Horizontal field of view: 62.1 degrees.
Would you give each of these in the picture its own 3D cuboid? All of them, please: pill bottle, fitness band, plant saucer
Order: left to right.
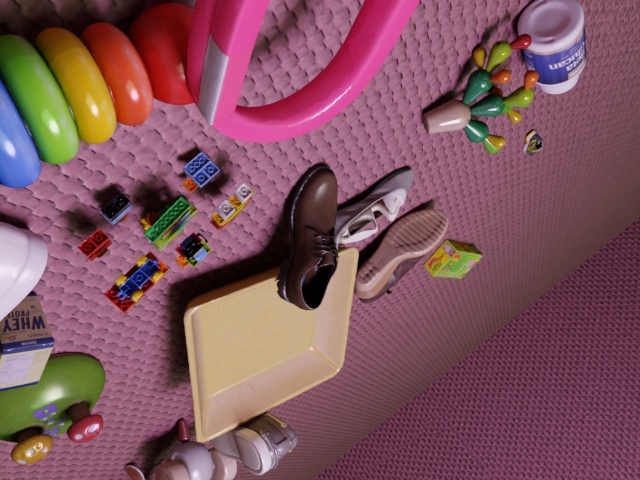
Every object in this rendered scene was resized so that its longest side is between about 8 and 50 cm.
[{"bbox_3d":[-0.097,0.172,0.972,0.332,0.081,0.333,-19,132,-30],"label":"plant saucer"},{"bbox_3d":[-0.005,-0.188,0.446,0.209,0.054,0.291,-26,162,-36],"label":"fitness band"},{"bbox_3d":[0.381,-0.310,0.866,0.094,0.094,0.169,-44,150,11],"label":"pill bottle"}]

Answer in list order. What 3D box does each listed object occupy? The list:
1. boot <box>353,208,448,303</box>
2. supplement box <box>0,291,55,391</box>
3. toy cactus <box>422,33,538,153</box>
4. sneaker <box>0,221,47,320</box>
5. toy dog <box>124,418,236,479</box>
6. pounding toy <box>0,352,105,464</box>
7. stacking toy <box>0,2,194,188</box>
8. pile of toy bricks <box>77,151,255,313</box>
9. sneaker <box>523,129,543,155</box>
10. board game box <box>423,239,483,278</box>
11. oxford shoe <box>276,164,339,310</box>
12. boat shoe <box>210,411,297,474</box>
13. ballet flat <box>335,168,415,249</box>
[{"bbox_3d":[0.169,0.040,1.166,0.248,0.090,0.207,-38,163,-3],"label":"boot"},{"bbox_3d":[-0.372,0.122,0.643,0.056,0.083,0.083,-2,135,-48],"label":"supplement box"},{"bbox_3d":[0.255,-0.225,0.868,0.180,0.112,0.219,-16,151,-1],"label":"toy cactus"},{"bbox_3d":[-0.420,0.088,0.537,0.290,0.106,0.123,-52,146,2],"label":"sneaker"},{"bbox_3d":[-0.350,0.523,1.215,0.333,0.161,0.220,-30,157,17],"label":"toy dog"},{"bbox_3d":[-0.410,0.259,0.769,0.183,0.110,0.237,-42,151,7],"label":"pounding toy"},{"bbox_3d":[-0.225,-0.113,0.438,0.330,0.141,0.141,-28,150,-25],"label":"stacking toy"},{"bbox_3d":[-0.191,-0.013,0.662,0.212,0.118,0.105,-46,-177,-19],"label":"pile of toy bricks"},{"bbox_3d":[0.471,-0.207,1.172,0.031,0.035,0.083,-39,151,3],"label":"sneaker"},{"bbox_3d":[0.352,0.052,1.397,0.181,0.043,0.092,8,127,-53],"label":"board game box"},{"bbox_3d":[0.000,0.000,0.819,0.082,0.096,0.227,0,105,-35],"label":"oxford shoe"},{"bbox_3d":[-0.159,0.387,1.094,0.091,0.109,0.305,-19,-170,-34],"label":"boat shoe"},{"bbox_3d":[0.096,-0.049,0.942,0.213,0.068,0.072,-31,150,-13],"label":"ballet flat"}]
